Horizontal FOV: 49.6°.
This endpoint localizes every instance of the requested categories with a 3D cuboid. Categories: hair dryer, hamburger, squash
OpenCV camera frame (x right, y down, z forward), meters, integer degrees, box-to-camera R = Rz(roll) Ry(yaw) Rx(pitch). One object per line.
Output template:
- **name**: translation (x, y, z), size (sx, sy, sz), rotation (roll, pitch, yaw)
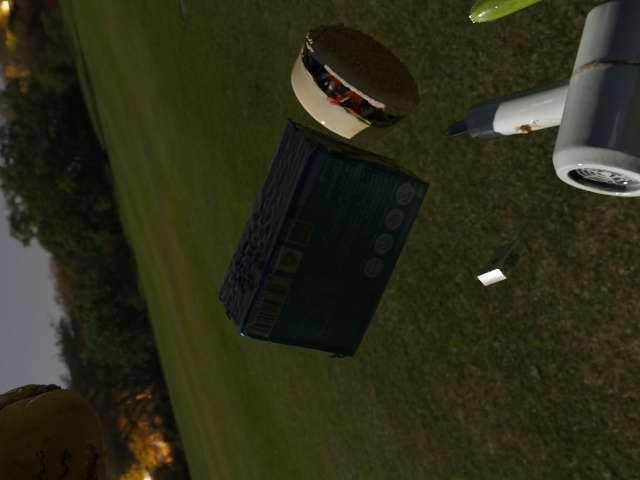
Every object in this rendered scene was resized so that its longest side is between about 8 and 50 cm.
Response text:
- **hair dryer**: translation (0.243, -0.136, 0.784), size (0.357, 0.108, 0.172), rotation (1, 71, 67)
- **hamburger**: translation (-0.457, 0.381, 1.039), size (0.284, 0.174, 0.304), rotation (-21, -66, -61)
- **squash**: translation (0.324, -0.398, 1.084), size (0.201, 0.066, 0.066), rotation (-22, 79, 39)
- **hamburger**: translation (0.081, -0.353, 1.514), size (0.170, 0.302, 0.301), rotation (-51, 48, 35)

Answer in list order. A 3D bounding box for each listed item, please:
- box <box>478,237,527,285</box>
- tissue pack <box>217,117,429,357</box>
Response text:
- **box**: translation (0.306, 0.036, 1.163), size (0.024, 0.083, 0.054), rotation (48, 148, -8)
- **tissue pack**: translation (0.000, 0.000, 0.927), size (0.134, 0.192, 0.270), rotation (41, 110, 56)
